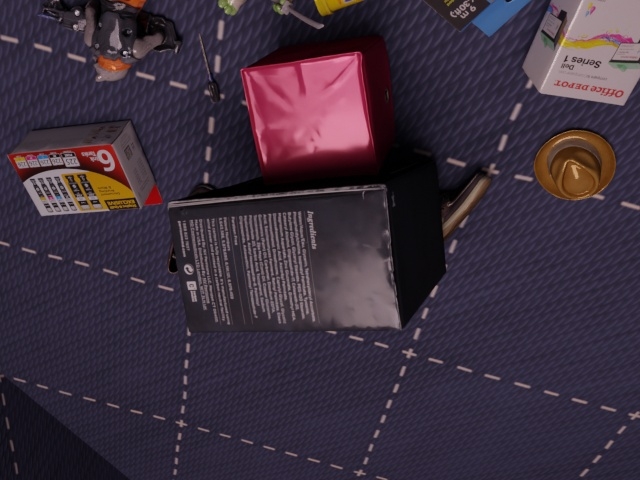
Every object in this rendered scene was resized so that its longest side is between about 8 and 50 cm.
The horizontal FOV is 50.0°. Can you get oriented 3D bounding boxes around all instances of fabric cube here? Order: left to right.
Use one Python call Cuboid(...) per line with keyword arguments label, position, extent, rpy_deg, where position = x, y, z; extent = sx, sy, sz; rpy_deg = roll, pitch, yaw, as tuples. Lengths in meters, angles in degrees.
Cuboid(label="fabric cube", position=(0.010, -0.287, 1.478), extent=(0.259, 0.258, 0.254), rpy_deg=(-3, 112, 15))

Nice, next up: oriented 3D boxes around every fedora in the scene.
Cuboid(label="fedora", position=(0.593, -0.159, 1.596), extent=(0.194, 0.079, 0.194), rpy_deg=(7, 129, 8))

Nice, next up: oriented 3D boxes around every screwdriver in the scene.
Cuboid(label="screwdriver", position=(-0.267, -0.411, 1.638), extent=(0.024, 0.025, 0.170), rpy_deg=(-1, 119, 15))

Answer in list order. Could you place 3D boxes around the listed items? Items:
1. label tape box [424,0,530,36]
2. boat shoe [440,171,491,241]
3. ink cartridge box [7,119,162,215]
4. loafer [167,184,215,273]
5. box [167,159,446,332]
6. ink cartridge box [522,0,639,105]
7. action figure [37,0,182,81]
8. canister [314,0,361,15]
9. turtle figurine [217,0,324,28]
Cuboid(label="label tape box", position=(0.310, -0.532, 1.294), extent=(0.333, 0.106, 0.240), rpy_deg=(29, 130, -28))
Cuboid(label="boat shoe", position=(0.314, -0.073, 1.720), extent=(0.092, 0.103, 0.285), rpy_deg=(46, 130, 14))
Cuboid(label="ink cartridge box", position=(-0.619, -0.163, 1.845), extent=(0.309, 0.130, 0.272), rpy_deg=(-4, 129, 16))
Cuboid(label="loafer", position=(-0.359, -0.020, 1.921), extent=(0.109, 0.095, 0.302), rpy_deg=(25, 130, -8))
Cuboid(label="box", position=(0.000, 0.000, 1.543), extent=(0.471, 0.480, 0.297), rpy_deg=(-5, 100, 22))
Cuboid(label="ink cartridge box", position=(0.552, -0.419, 1.341), extent=(0.201, 0.117, 0.278), rpy_deg=(6, 131, -12))
Cuboid(label="action figure", position=(-0.491, -0.510, 1.510), extent=(0.341, 0.178, 0.330), rpy_deg=(8, 120, 5))
Cuboid(label="canister", position=(0.063, -0.549, 1.408), extent=(0.170, 0.073, 0.126), rpy_deg=(-13, 125, 20))
Cuboid(label="turtle figurine", position=(-0.147, -0.535, 1.363), extent=(0.198, 0.275, 0.266), rpy_deg=(8, 167, -42))
